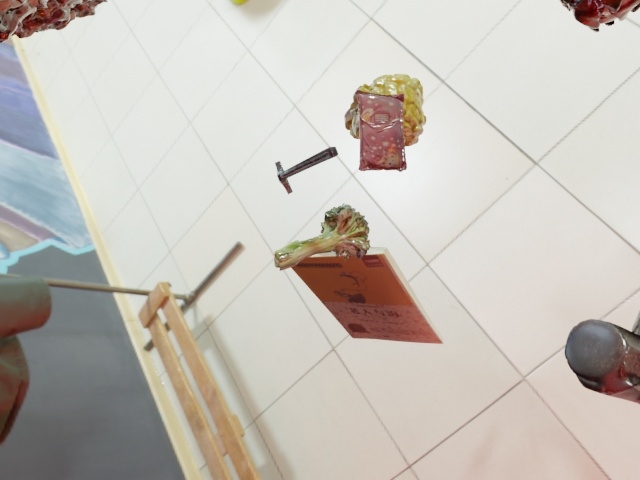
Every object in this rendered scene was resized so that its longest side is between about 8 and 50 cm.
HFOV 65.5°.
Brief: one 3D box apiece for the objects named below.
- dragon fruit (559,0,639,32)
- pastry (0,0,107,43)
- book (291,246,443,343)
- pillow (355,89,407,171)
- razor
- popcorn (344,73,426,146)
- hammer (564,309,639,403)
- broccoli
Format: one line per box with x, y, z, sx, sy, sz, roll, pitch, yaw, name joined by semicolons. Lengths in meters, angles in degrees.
0.536;-0.499;0.939;0.189;0.182;0.182;29;98;-5;dragon fruit
-0.205;-0.184;0.307;0.097;0.208;0.115;3;119;3;pastry
0.110;0.141;1.185;0.269;0.389;0.032;-4;50;35;book
0.138;-0.248;1.135;0.118;0.043;0.184;-1;97;-5;pillow
-0.030;-0.124;0.852;0.190;0.033;0.066;-13;101;57;razor
0.173;-0.355;1.408;0.252;0.237;0.205;-7;103;25;popcorn
0.518;0.049;0.725;0.095;0.243;0.408;15;81;61;hammer
0.000;0.002;0.962;0.122;0.204;0.118;-5;104;60;broccoli
